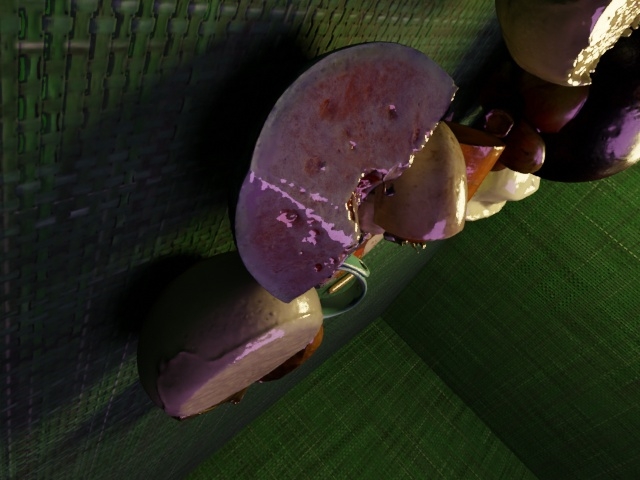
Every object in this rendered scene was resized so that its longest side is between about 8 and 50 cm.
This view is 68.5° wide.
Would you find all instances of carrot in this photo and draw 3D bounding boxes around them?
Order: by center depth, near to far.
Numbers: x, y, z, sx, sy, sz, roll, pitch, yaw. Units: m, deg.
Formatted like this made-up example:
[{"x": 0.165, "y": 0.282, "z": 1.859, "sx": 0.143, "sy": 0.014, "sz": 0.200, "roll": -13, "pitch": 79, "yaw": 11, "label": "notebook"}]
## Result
[{"x": 0.191, "y": -0.110, "z": 0.930, "sx": 0.193, "sy": 0.214, "sz": 0.331, "roll": -9, "pitch": 139, "yaw": -27, "label": "carrot"}]

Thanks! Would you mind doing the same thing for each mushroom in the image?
[{"x": 0.108, "y": -0.100, "z": 0.702, "sx": 0.253, "sy": 0.195, "sz": 0.189, "roll": -156, "pitch": -109, "yaw": -83, "label": "mushroom"}]

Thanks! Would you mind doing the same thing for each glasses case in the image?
[{"x": 0.083, "y": -0.006, "z": 1.117, "sx": 0.321, "sy": 0.082, "sz": 0.122, "roll": -44, "pitch": 159, "yaw": 3, "label": "glasses case"}]

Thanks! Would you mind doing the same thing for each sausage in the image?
[{"x": 0.070, "y": 0.139, "z": 1.555, "sx": 0.132, "sy": 0.024, "sz": 0.024, "roll": -35, "pitch": 161, "yaw": -34, "label": "sausage"}]

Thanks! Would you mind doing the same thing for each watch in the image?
[{"x": -0.004, "y": 0.095, "z": 1.027, "sx": 0.195, "sy": 0.068, "sz": 0.237, "roll": -36, "pitch": 135, "yaw": 17, "label": "watch"}]

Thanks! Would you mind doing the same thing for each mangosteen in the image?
[{"x": 0.539, "y": -0.287, "z": 1.057, "sx": 0.435, "sy": 0.382, "sz": 0.382, "roll": -32, "pitch": 162, "yaw": -8, "label": "mangosteen"}]

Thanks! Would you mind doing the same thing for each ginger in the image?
[{"x": -0.096, "y": 0.268, "z": 1.219, "sx": 0.321, "sy": 0.172, "sz": 0.165, "roll": -52, "pitch": -160, "yaw": 22, "label": "ginger"}]

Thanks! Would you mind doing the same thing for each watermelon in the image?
[{"x": -0.018, "y": -0.106, "z": 0.559, "sx": 0.188, "sy": 0.175, "sz": 0.322, "roll": 40, "pitch": 82, "yaw": -33, "label": "watermelon"}]

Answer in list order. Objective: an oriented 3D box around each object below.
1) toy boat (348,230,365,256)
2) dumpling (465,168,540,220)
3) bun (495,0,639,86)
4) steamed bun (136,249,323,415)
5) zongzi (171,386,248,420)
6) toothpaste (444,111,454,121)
[{"x": 0.000, "y": 0.000, "z": 0.858, "sx": 0.262, "sy": 0.114, "sz": 0.115, "roll": -38, "pitch": 173, "yaw": -13, "label": "toy boat"}, {"x": 0.563, "y": -0.239, "z": 1.412, "sx": 0.315, "sy": 0.233, "sz": 0.395, "roll": -8, "pitch": 129, "yaw": -41, "label": "dumpling"}, {"x": 0.359, "y": -0.396, "z": 0.603, "sx": 0.364, "sy": 0.202, "sz": 0.364, "roll": -41, "pitch": 158, "yaw": -20, "label": "bun"}, {"x": -0.141, "y": 0.120, "z": 0.702, "sx": 0.283, "sy": 0.177, "sz": 0.283, "roll": -30, "pitch": 161, "yaw": -11, "label": "steamed bun"}, {"x": -0.188, "y": 0.226, "z": 0.990, "sx": 0.289, "sy": 0.123, "sz": 0.260, "roll": -56, "pitch": 161, "yaw": 3, "label": "zongzi"}, {"x": 0.242, "y": -0.174, "z": 1.155, "sx": 0.056, "sy": 0.058, "sz": 0.314, "roll": 5, "pitch": 141, "yaw": -13, "label": "toothpaste"}]
